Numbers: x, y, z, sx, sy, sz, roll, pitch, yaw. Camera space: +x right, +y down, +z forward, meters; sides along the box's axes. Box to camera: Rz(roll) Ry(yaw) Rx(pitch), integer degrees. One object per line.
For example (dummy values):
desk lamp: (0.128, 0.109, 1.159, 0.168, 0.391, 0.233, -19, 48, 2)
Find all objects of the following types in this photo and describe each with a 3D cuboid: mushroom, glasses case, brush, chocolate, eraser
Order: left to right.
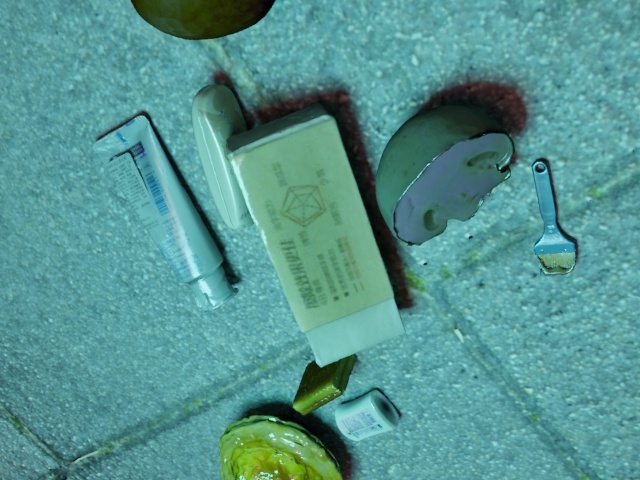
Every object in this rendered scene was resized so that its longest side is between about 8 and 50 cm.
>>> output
chocolate: (-0.129, -0.300, 0.828, 0.177, 0.176, 0.176, 10, 124, 15)
glasses case: (-0.124, -0.110, 0.995, 0.051, 0.081, 0.204, 0, 123, 24)
eraser: (0.000, 0.000, 0.987, 0.144, 0.078, 0.343, -21, 116, -1)
mushroom: (0.137, -0.091, 0.886, 0.188, 0.141, 0.117, -48, 62, 35)
brush: (0.288, -0.027, 0.928, 0.051, 0.014, 0.164, -7, 117, 24)

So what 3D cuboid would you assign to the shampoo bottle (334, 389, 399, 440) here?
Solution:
shampoo bottle: (0.070, 0.288, 1.198, 0.099, 0.043, 0.072, -31, 106, 35)

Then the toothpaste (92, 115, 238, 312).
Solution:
toothpaste: (-0.224, -0.034, 1.099, 0.114, 0.073, 0.299, -21, 104, 32)

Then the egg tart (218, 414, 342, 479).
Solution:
egg tart: (-0.067, 0.386, 1.279, 0.241, 0.106, 0.241, 8, 123, 13)

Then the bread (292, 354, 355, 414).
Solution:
bread: (0.005, 0.218, 1.150, 0.035, 0.090, 0.094, 43, 126, -15)
